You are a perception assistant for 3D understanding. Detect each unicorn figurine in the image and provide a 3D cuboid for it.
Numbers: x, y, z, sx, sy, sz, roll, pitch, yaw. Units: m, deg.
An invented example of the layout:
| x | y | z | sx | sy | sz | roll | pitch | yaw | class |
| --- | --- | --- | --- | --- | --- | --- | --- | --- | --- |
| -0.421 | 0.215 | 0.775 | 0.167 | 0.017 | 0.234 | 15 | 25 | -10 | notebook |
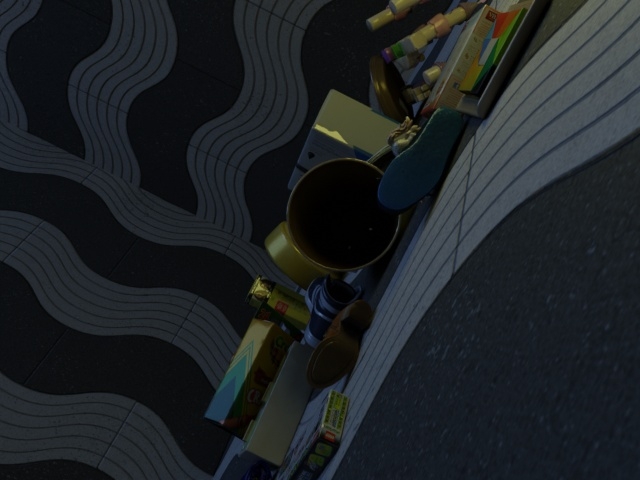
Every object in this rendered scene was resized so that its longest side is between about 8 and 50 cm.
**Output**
| x | y | z | sx | sy | sz | roll | pitch | yaw | class |
| --- | --- | --- | --- | --- | --- | --- | --- | --- | --- |
| 0.191 | -0.160 | 1.357 | 0.111 | 0.162 | 0.060 | -36 | -8 | -11 | unicorn figurine |

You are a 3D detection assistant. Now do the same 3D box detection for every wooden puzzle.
| x | y | z | sx | sy | sz | roll | pitch | yaw | class |
| --- | --- | --- | --- | --- | --- | --- | --- | --- | --- |
| 0.310 | -0.328 | 1.199 | 0.220 | 0.044 | 0.238 | -63 | 3 | 12 | wooden puzzle |

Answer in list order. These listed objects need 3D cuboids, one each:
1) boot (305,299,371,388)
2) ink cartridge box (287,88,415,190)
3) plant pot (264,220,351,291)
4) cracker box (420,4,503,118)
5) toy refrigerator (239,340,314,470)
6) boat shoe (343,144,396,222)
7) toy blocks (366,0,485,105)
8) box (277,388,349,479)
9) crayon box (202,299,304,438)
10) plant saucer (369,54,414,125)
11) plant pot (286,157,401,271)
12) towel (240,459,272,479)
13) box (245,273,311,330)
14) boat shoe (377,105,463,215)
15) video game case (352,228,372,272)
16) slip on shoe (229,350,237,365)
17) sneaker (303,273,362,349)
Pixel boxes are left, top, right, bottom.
| x | y | z | sx | sy | sz | roll | pitch | yaw | class |
| --- | --- | --- | --- | --- | --- | --- | --- | --- | --- |
| 0.023 | 0.211 | 1.259 | 0.197 | 0.073 | 0.152 | -51 | -2 | -30 | boot |
| 0.084 | -0.250 | 2.118 | 0.166 | 0.286 | 0.395 | -65 | 3 | -25 | ink cartridge box |
| 0.000 | 0.000 | 2.045 | 0.239 | 0.254 | 0.254 | -47 | 7 | 13 | plant pot |
| 0.302 | -0.361 | 1.415 | 0.232 | 0.067 | 0.155 | -64 | 4 | 6 | cracker box |
| -0.088 | 0.373 | 1.527 | 0.269 | 0.094 | 0.102 | -66 | 4 | -29 | toy refrigerator |
| 0.127 | -0.152 | 1.715 | 0.335 | 0.121 | 0.119 | -52 | 6 | -28 | boat shoe |
| 0.341 | -0.611 | 1.998 | 0.260 | 0.308 | 0.288 | -31 | 11 | -9 | toy blocks |
| -0.021 | 0.351 | 1.091 | 0.207 | 0.036 | 0.114 | -62 | 3 | 30 | box |
| -0.132 | 0.333 | 1.648 | 0.081 | 0.202 | 0.318 | 6 | 62 | 40 | crayon box |
| 0.236 | -0.469 | 2.156 | 0.041 | 0.277 | 0.277 | -18 | 26 | 24 | plant saucer |
| 0.063 | -0.036 | 1.495 | 0.237 | 0.237 | 0.254 | -64 | -10 | -4 | plant pot |
| -0.196 | 0.631 | 1.465 | 0.227 | 0.076 | 0.308 | -57 | -3 | -40 | towel |
| -0.105 | 0.195 | 2.034 | 0.087 | 0.232 | 0.058 | -64 | 3 | -30 | box |
| 0.193 | -0.134 | 1.254 | 0.258 | 0.109 | 0.089 | -47 | -11 | -23 | boat shoe |
| 0.142 | -0.039 | 1.814 | 0.212 | 0.023 | 0.193 | -63 | 3 | 26 | video game case |
| -0.142 | 0.343 | 1.845 | 0.331 | 0.101 | 0.123 | 24 | -92 | -65 | slip on shoe |
| 0.029 | 0.125 | 1.570 | 0.282 | 0.099 | 0.153 | -85 | 16 | -64 | sneaker |
